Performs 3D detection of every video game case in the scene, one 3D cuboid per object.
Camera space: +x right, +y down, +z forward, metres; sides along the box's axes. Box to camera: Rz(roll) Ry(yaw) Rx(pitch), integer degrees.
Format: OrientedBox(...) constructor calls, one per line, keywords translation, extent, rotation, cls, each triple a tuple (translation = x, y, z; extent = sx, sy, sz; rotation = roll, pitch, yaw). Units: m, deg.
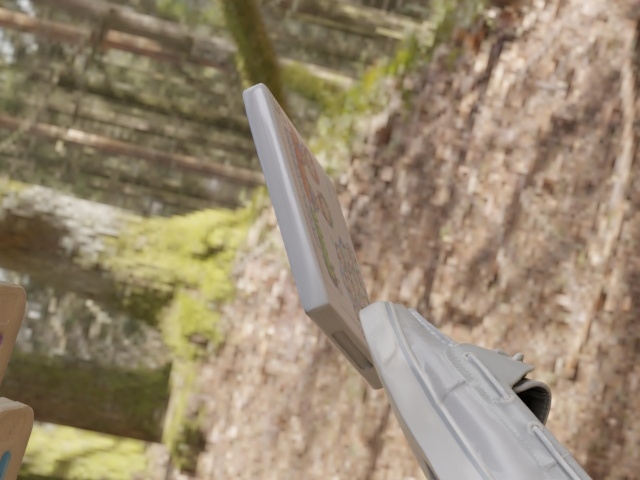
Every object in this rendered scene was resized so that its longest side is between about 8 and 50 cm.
OrientedBox(translation=(0.000, 0.000, 0.876), extent=(0.143, 0.019, 0.157), rotation=(52, -161, -60), cls="video game case")

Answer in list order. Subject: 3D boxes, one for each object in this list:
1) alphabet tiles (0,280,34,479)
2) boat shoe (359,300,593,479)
OrientedBox(translation=(-0.223, 0.147, 0.654), extent=(0.284, 0.021, 0.278), rotation=(10, -81, -75), cls="alphabet tiles")
OrientedBox(translation=(0.070, 0.078, 0.604), extent=(0.066, 0.063, 0.184), rotation=(67, 175, -30), cls="boat shoe")
